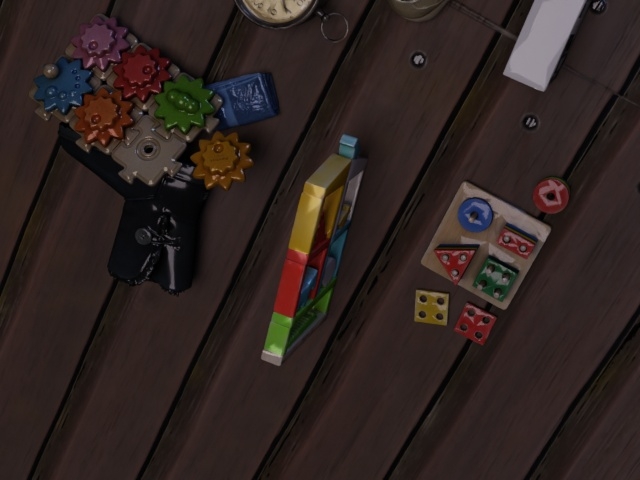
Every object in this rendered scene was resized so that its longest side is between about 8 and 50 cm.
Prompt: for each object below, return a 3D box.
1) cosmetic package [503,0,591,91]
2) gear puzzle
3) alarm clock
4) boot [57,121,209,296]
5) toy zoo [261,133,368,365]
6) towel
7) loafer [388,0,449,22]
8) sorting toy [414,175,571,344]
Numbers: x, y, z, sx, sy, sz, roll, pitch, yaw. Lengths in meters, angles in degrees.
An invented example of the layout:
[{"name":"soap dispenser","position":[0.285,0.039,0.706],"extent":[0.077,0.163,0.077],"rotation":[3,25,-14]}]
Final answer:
[{"name":"cosmetic package","position":[0.297,-0.302,1.325],"extent":[0.060,0.099,0.239],"rotation":[25,112,8]},{"name":"gear puzzle","position":[-0.237,-0.171,1.505],"extent":[0.339,0.044,0.175],"rotation":[36,80,15]},{"name":"alarm clock","position":[-0.036,-0.329,1.450],"extent":[0.192,0.064,0.129],"rotation":[45,114,5]},{"name":"boot","position":[-0.281,-0.045,1.595],"extent":[0.247,0.094,0.207],"rotation":[19,106,7]},{"name":"toy zoo","position":[0.000,0.000,1.459],"extent":[0.030,0.192,0.293],"rotation":[19,111,13]},{"name":"towel","position":[-0.119,-0.190,1.536],"extent":[0.120,0.029,0.067],"rotation":[-11,102,21]},{"name":"loafer","position":[0.170,-0.379,1.349],"extent":[0.102,0.092,0.268],"rotation":[35,113,7]},{"name":"sorting toy","position":[0.211,0.018,1.472],"extent":[0.132,0.046,0.274],"rotation":[30,113,9]}]
